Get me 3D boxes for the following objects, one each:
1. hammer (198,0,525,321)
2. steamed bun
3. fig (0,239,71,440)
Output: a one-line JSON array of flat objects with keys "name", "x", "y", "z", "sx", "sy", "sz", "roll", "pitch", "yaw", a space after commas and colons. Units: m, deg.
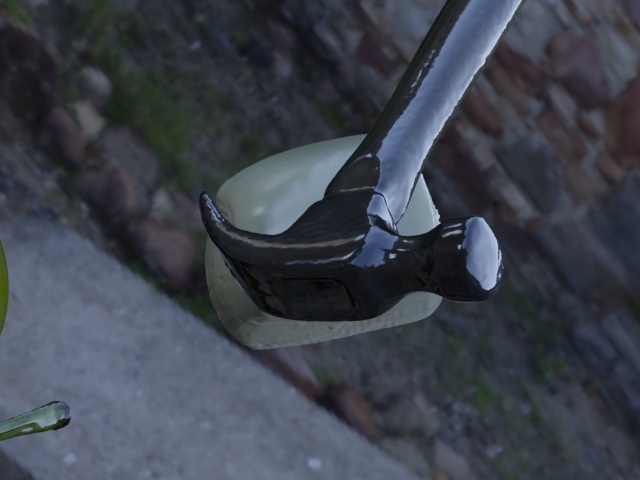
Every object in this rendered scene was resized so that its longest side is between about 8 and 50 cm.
[{"name": "hammer", "x": 0.081, "y": -0.106, "z": 0.834, "sx": 0.440, "sy": 0.168, "sz": 0.044, "roll": -56, "pitch": 133, "yaw": -44}, {"name": "steamed bun", "x": 0.000, "y": 0.000, "z": 1.276, "sx": 0.250, "sy": 0.200, "sz": 0.155, "roll": 97, "pitch": -19, "yaw": -75}, {"name": "fig", "x": -0.258, "y": 0.045, "z": 0.947, "sx": 0.148, "sy": 0.142, "sz": 0.186, "roll": -21, "pitch": 103, "yaw": -73}]
